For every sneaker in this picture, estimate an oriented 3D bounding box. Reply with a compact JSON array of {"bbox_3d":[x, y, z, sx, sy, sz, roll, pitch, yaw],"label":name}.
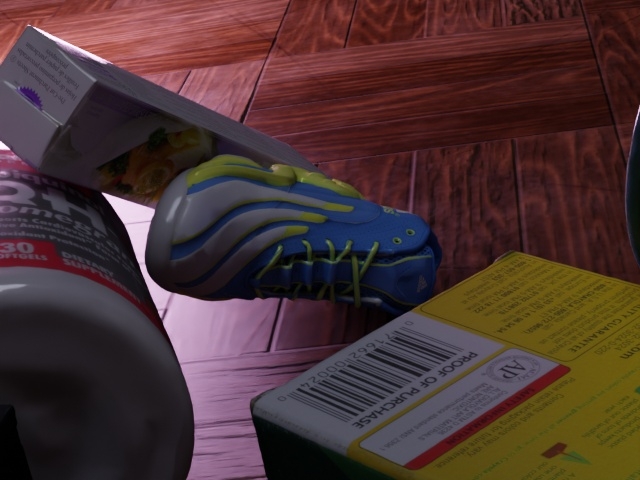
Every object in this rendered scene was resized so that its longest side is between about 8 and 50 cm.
[{"bbox_3d":[0.000,0.000,0.908,0.126,0.091,0.240,14,12,28],"label":"sneaker"}]

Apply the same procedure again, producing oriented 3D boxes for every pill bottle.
[{"bbox_3d":[-0.183,0.048,0.826,0.176,0.176,0.318,-15,24,-10],"label":"pill bottle"}]

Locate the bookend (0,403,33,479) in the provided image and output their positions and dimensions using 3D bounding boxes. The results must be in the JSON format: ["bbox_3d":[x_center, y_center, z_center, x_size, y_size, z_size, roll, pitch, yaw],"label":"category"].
[{"bbox_3d":[-0.125,0.136,0.623,0.156,0.157,0.072,-5,24,15],"label":"bookend"}]

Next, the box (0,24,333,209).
[{"bbox_3d":[-0.089,-0.054,0.931,0.067,0.063,0.324,40,9,25],"label":"box"}]

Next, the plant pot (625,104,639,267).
[{"bbox_3d":[0.337,-0.036,0.716,0.272,0.271,0.255,-26,41,-32],"label":"plant pot"}]

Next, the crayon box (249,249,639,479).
[{"bbox_3d":[0.145,0.108,0.669,0.202,0.081,0.318,-27,27,-33],"label":"crayon box"}]
